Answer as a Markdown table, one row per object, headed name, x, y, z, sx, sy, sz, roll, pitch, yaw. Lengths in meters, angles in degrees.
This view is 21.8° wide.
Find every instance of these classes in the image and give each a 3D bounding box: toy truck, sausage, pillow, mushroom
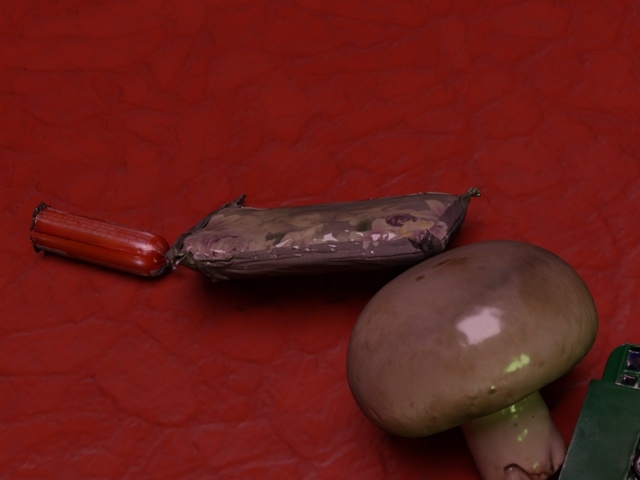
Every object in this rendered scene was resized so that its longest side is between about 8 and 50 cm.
| name | x | y | z | sx | sy | sz | roll | pitch | yaw |
| --- | --- | --- | --- | --- | --- | --- | --- | --- | --- |
| toy truck | 0.244 | 0.151 | 1.299 | 0.079 | 0.065 | 0.147 | 13 | 60 | 21 |
| sausage | -0.191 | 0.002 | 1.498 | 0.145 | 0.050 | 0.048 | 13 | 18 | 20 |
| pillow | 0.000 | 0.000 | 1.418 | 0.255 | 0.059 | 0.169 | -3 | 13 | 19 |
| mushroom | 0.128 | 0.104 | 1.302 | 0.204 | 0.204 | 0.204 | -5 | 55 | 7 |
